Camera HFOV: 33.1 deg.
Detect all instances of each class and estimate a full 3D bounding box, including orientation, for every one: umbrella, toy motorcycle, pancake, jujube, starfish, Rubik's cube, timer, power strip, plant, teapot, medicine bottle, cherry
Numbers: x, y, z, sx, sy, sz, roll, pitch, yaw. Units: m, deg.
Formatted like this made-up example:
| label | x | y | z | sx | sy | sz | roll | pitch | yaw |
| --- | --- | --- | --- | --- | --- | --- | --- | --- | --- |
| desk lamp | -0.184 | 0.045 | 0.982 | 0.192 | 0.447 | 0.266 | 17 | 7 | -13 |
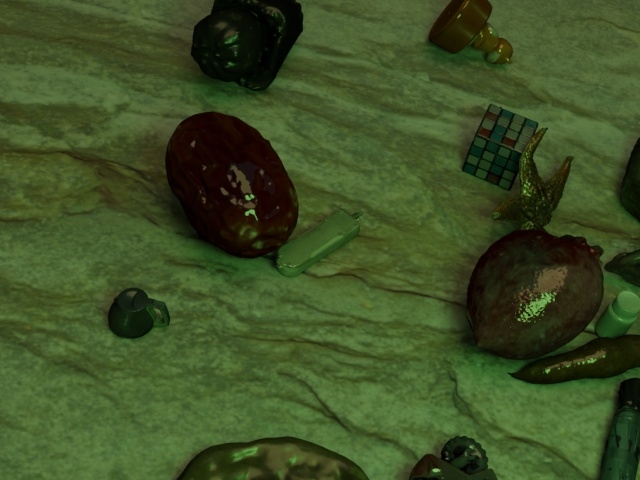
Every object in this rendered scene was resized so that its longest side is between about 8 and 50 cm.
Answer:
| label | x | y | z | sx | sy | sz | roll | pitch | yaw |
| --- | --- | --- | --- | --- | --- | --- | --- | --- | --- |
| umbrella | 0.426 | 0.296 | 1.510 | 0.053 | 0.052 | 0.250 | 21 | 50 | 7 |
| toy motorcycle | 0.183 | 0.355 | 1.391 | 0.118 | 0.084 | 0.212 | 0 | 55 | -23 |
| pancake | -0.061 | 0.366 | 1.348 | 0.294 | 0.049 | 0.294 | 5 | 49 | -6 |
| jujube | -0.137 | -0.086 | 1.638 | 0.174 | 0.174 | 0.250 | -14 | 57 | -22 |
| starfish | 0.346 | -0.082 | 1.764 | 0.050 | 0.138 | 0.247 | 0 | 47 | 38 |
| Rubik's cube | 0.308 | -0.160 | 1.845 | 0.092 | 0.092 | 0.092 | 24 | 49 | 8 |
| timer | 0.302 | -0.386 | 2.038 | 0.152 | 0.132 | 0.132 | 36 | 48 | -13 |
| power strip | 0.000 | 0.000 | 1.683 | 0.191 | 0.030 | 0.047 | -33 | 62 | -33 |
| plant | -0.122 | -0.358 | 1.881 | 0.142 | 0.164 | 0.256 | 30 | 39 | 13 |
| teapot | -0.256 | 0.100 | 1.524 | 0.088 | 0.057 | 0.066 | 9 | 50 | -4 |
| medicine bottle | 0.457 | 0.117 | 1.649 | 0.047 | 0.083 | 0.047 | 7 | 50 | -9 |
| cherry | 0.304 | 0.083 | 1.586 | 0.192 | 0.175 | 0.249 | 31 | 52 | 26 |

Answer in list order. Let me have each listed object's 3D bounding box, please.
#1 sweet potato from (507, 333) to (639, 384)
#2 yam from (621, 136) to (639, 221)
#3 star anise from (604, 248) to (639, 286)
| label | x | y | z | sx | sy | sz | roll | pitch | yaw |
| --- | --- | --- | --- | --- | --- | --- | --- | --- | --- |
| sweet potato | 0.413 | 0.176 | 1.606 | 0.274 | 0.067 | 0.067 | -9 | 53 | -13 |
| yam | 0.580 | -0.115 | 1.865 | 0.107 | 0.107 | 0.183 | 24 | 50 | 8 |
| star anise | 0.588 | 0.046 | 1.723 | 0.257 | 0.111 | 0.198 | -18 | 56 | -33 |
